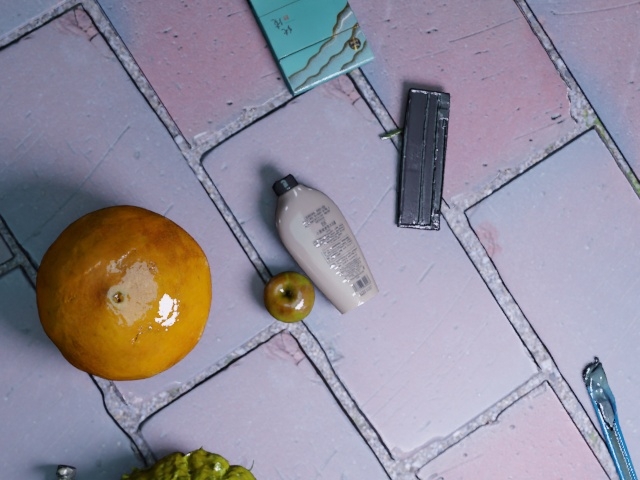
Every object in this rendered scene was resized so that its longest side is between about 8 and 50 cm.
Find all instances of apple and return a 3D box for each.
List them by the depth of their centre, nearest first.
[{"bbox_3d":[-0.054,0.097,1.794,0.089,0.074,0.089,1,84,-6],"label":"apple"}]

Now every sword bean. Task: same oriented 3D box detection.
[{"bbox_3d":[0.144,-0.197,1.875,0.083,0.012,0.012,-27,90,-10],"label":"sword bean"}]

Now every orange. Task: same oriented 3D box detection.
[{"bbox_3d":[-0.217,0.478,1.672,0.301,0.223,0.300,9,79,-6],"label":"orange"},{"bbox_3d":[-0.314,0.086,1.687,0.284,0.226,0.284,0,88,-1],"label":"orange"}]

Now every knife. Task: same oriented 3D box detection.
[{"bbox_3d":[0.531,0.355,1.880,0.044,0.026,0.296,-19,88,-20],"label":"knife"}]

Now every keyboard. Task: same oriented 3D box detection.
[{"bbox_3d":[0.181,-0.144,1.866,0.087,0.017,0.250,5,89,-10],"label":"keyboard"}]

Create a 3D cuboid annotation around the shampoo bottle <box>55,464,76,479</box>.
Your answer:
[{"bbox_3d":[-0.441,0.471,1.719,0.057,0.063,0.208,15,83,-18],"label":"shampoo bottle"}]

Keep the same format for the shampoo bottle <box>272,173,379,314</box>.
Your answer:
[{"bbox_3d":[0.000,0.000,1.803,0.127,0.078,0.257,-32,91,-28],"label":"shampoo bottle"}]

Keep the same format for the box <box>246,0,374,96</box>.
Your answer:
[{"bbox_3d":[-0.025,-0.390,1.850,0.162,0.041,0.229,-25,89,-9],"label":"box"}]
